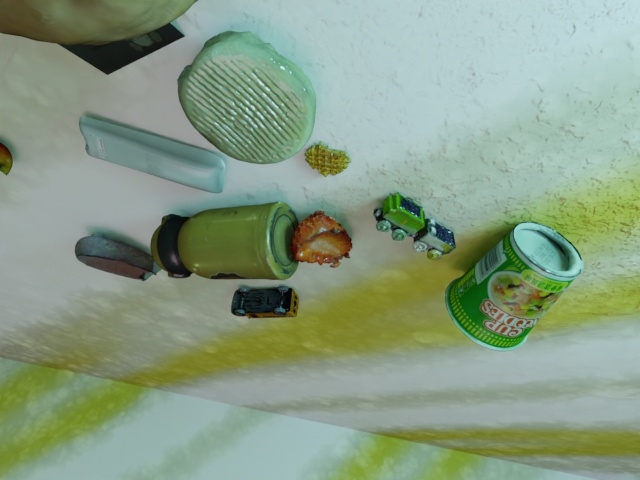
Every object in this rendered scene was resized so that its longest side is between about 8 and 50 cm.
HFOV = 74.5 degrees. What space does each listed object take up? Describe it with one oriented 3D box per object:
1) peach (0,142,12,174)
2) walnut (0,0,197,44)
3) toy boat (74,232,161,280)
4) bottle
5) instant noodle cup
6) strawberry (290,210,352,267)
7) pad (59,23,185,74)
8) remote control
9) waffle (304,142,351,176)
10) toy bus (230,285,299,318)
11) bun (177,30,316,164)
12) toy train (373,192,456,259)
[{"bbox_3d":[-0.729,-0.193,0.933,0.098,0.061,0.098,33,166,9],"label":"peach"},{"bbox_3d":[-0.266,-0.364,0.363,0.381,0.381,0.381,8,143,6],"label":"walnut"},{"bbox_3d":[-0.573,0.042,1.202,0.227,0.085,0.155,24,152,-34],"label":"toy boat"},{"bbox_3d":[-0.231,0.009,0.976,0.351,0.171,0.171,-3,141,23],"label":"bottle"},{"bbox_3d":[0.407,0.086,0.890,0.207,0.207,0.232,15,135,-4],"label":"instant noodle cup"},{"bbox_3d":[0.000,0.000,0.953,0.121,0.082,0.188,-36,151,11],"label":"strawberry"},{"bbox_3d":[-0.325,-0.322,0.651,0.190,0.004,0.127,-9,163,27],"label":"pad"},{"bbox_3d":[-0.343,-0.167,0.867,0.293,0.051,0.103,17,144,-5],"label":"remote control"},{"bbox_3d":[0.011,-0.156,0.809,0.085,0.016,0.078,28,140,-20],"label":"waffle"},{"bbox_3d":[-0.167,0.192,1.263,0.195,0.083,0.088,-4,150,18],"label":"toy bus"},{"bbox_3d":[-0.111,-0.225,0.679,0.221,0.108,0.221,3,136,3],"label":"bun"},{"bbox_3d":[0.204,-0.026,0.891,0.202,0.060,0.081,27,135,-22],"label":"toy train"}]
